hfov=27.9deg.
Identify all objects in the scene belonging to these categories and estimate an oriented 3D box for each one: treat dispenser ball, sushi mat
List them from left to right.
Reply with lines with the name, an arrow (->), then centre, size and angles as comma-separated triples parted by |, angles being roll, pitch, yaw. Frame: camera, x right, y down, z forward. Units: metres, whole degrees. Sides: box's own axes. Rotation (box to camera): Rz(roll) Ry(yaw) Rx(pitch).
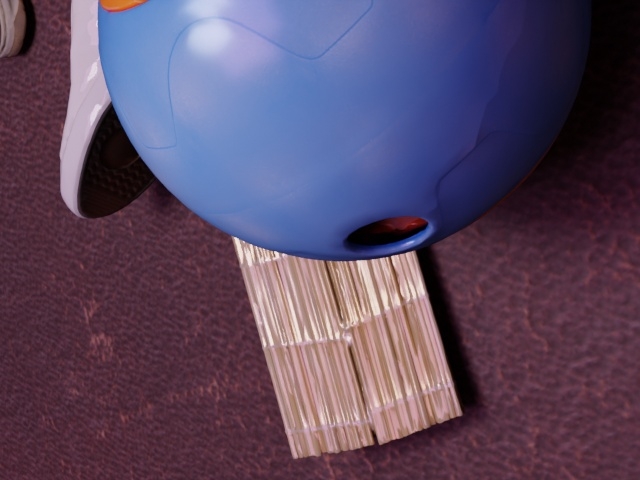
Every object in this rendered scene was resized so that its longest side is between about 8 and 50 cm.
sushi mat -> 0.000, 0.000, 0.969 | 0.151, 0.019, 0.316 | -17, 86, 27
treat dispenser ball -> 0.013, -0.131, 0.762 | 0.288, 0.288, 0.288 | 15, 112, 42

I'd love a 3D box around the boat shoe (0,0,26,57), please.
boat shoe -> -0.390, -0.289, 1.268 | 0.285, 0.092, 0.103 | 55, 133, 19

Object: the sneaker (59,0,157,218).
sneaker -> -0.163, -0.162, 1.076 | 0.123, 0.106, 0.290 | 38, 115, 35
